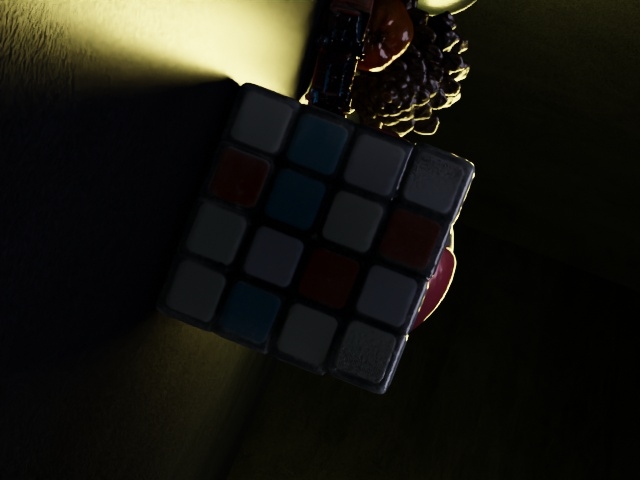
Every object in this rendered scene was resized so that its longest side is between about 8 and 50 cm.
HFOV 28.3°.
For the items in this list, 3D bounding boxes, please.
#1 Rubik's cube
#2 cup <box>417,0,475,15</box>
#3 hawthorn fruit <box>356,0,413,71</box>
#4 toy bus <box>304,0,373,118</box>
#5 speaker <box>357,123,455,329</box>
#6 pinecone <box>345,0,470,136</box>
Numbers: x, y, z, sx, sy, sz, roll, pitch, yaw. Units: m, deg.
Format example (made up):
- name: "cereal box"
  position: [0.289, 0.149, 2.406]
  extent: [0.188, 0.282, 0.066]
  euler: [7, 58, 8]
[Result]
- name: "Rubik's cube"
  position: [0.000, -0.001, 1.370]
  extent: [0.259, 0.253, 0.256]
  euler: [11, 100, -85]
- name: "cup"
  position: [0.186, -0.495, 2.165]
  extent: [0.150, 0.199, 0.199]
  euler: [7, 105, -66]
- name: "hawthorn fruit"
  position: [0.080, -0.315, 1.918]
  extent: [0.128, 0.128, 0.128]
  euler: [21, 90, -87]
- name: "toy bus"
  position: [0.026, -0.257, 1.781]
  extent: [0.235, 0.073, 0.096]
  euler: [105, 0, -53]
- name: "speaker"
  position: [0.033, -0.011, 1.635]
  extent: [0.294, 0.294, 0.294]
  euler: [21, 90, -87]
- name: "pinecone"
  position: [0.137, -0.291, 2.082]
  extent: [0.229, 0.202, 0.201]
  euler: [-27, -125, 29]
